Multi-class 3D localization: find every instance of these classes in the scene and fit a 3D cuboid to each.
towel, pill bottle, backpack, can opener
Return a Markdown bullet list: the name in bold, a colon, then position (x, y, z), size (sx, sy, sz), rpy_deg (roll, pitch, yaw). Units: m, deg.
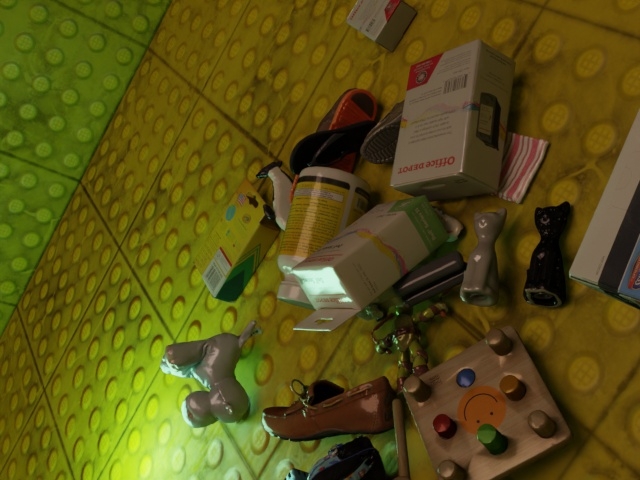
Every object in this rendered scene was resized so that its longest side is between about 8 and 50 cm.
- **towel**: position (0.388, -0.168, 1.744), size (0.197, 0.029, 0.144), rpy_deg (28, 95, 53)
- **pill bottle**: position (0.000, 0.000, 2.005), size (0.187, 0.187, 0.334), rpy_deg (2, 73, 51)
- **backpack**: position (0.049, 0.504, 1.671), size (0.173, 0.158, 0.117), rpy_deg (-23, 16, -10)
- **can opener**: position (0.187, 0.095, 1.729), size (0.280, 0.074, 0.093), rpy_deg (-25, 37, 26)

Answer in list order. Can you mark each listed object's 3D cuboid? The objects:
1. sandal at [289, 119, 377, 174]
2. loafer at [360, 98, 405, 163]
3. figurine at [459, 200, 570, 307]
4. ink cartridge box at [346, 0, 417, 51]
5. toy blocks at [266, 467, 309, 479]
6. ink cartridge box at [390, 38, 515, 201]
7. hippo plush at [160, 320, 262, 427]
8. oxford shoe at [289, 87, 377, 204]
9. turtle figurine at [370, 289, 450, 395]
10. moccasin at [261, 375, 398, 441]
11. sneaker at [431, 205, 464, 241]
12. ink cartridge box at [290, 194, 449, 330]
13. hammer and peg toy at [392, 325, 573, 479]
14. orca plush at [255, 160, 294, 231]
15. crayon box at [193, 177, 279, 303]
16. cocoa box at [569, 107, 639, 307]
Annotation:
- **sandal**: position (0.038, -0.239, 2.058), size (0.254, 0.097, 0.054), rpy_deg (-24, 37, -5)
- **loafer**: position (0.203, -0.286, 1.995), size (0.251, 0.094, 0.087), rpy_deg (-38, 21, 21)
- **figurine**: position (0.382, 0.021, 1.593), size (0.214, 0.092, 0.210), rpy_deg (-3, 61, 34)
- **ink cartridge box**: position (0.164, -0.609, 2.197), size (0.127, 0.072, 0.175), rpy_deg (-57, 39, 15)
- **toy blocks**: position (-0.092, 0.668, 1.826), size (0.381, 0.190, 0.261), rpy_deg (-53, 28, 19)
- **ink cartridge box**: position (0.289, -0.254, 1.774), size (0.226, 0.131, 0.306), rpy_deg (-6, 70, 53)
- **hippo plush**: position (-0.275, 0.385, 2.188), size (0.294, 0.234, 0.237), rpy_deg (-15, 74, -1)
- **oxford shoe**: position (0.027, -0.241, 2.169), size (0.364, 0.130, 0.133), rpy_deg (-57, 20, 5)
- **turtle figurine**: position (0.199, 0.210, 1.741), size (0.269, 0.087, 0.217), rpy_deg (-36, 48, 35)
- **moccasin**: position (0.009, 0.372, 1.827), size (0.380, 0.139, 0.147), rpy_deg (-19, 84, 46)
- **sneaker**: position (0.250, -0.047, 1.814), size (0.161, 0.075, 0.057), rpy_deg (39, 104, 52)
- **ink cartridge box**: position (0.081, 0.049, 1.753), size (0.353, 0.119, 0.207), rpy_deg (-37, 13, -26)
- **hammer and peg toy**: position (0.252, 0.338, 1.504), size (0.361, 0.127, 0.266), rpy_deg (-32, 47, 14)
- **orca plush**: position (-0.101, -0.086, 2.241), size (0.287, 0.151, 0.102), rpy_deg (50, 151, 31)
- **crayon box**: position (-0.240, 0.000, 2.386), size (0.319, 0.081, 0.202), rpy_deg (-57, 39, 16)
- **cocoa box**: position (0.598, -0.041, 1.256), size (0.228, 0.231, 0.347), rpy_deg (25, 92, 52)
